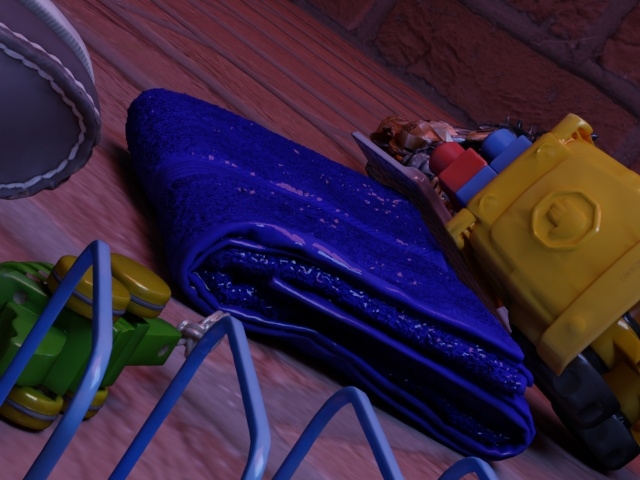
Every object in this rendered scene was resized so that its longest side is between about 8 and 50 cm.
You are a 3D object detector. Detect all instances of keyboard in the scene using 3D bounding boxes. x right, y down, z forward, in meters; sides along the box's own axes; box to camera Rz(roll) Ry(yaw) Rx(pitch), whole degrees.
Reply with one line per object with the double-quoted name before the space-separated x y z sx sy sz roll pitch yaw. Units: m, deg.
"keyboard" 0.091 0.007 1.224 0.072 0.014 0.256 33 -13 38

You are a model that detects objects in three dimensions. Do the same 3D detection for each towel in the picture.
"towel" 0.000 0.000 1.001 0.228 0.076 0.308 31 10 -21

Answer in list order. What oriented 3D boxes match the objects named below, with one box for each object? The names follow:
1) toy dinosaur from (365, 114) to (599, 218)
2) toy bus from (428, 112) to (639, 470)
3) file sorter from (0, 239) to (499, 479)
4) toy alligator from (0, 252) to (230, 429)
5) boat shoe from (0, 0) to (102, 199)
"toy dinosaur" 0.133 -0.064 1.598 0.218 0.164 0.322 11 40 -24
"toy bus" 0.163 0.019 1.082 0.211 0.149 0.220 45 -4 31
"file sorter" -0.045 0.072 0.400 0.170 0.104 0.118 30 9 -15
"toy alligator" -0.087 0.028 0.621 0.051 0.056 0.190 36 10 13
"boat shoe" -0.202 -0.067 0.565 0.324 0.116 0.097 19 21 -42
